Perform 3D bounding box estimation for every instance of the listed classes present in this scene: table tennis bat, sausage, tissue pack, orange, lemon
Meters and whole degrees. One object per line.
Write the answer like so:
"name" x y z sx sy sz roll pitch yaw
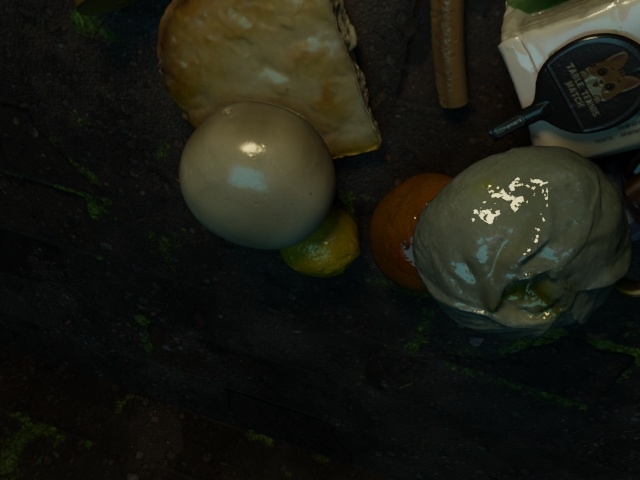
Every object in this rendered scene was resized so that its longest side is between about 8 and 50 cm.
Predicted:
"table tennis bat" 0.357 -0.207 0.839 0.236 0.027 0.150 -23 120 35
"sausage" 0.223 -0.370 0.989 0.065 0.066 0.301 3 129 20
"tissue pack" 0.479 -0.286 0.866 0.356 0.194 0.266 -12 125 32
"orange" 0.224 -0.014 1.178 0.264 0.264 0.264 12 133 13
"lemon" -0.002 0.001 1.337 0.193 0.181 0.180 -23 118 30

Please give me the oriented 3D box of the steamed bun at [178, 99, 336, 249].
"steamed bun" -0.126 -0.111 1.147 0.324 0.206 0.324 8 148 5

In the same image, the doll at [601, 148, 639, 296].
"doll" 0.591 -0.066 1.037 0.339 0.209 0.318 -33 79 38

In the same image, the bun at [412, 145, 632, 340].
"bun" 0.330 0.028 0.936 0.361 0.211 0.362 -4 132 -4

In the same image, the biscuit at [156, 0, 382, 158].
"biscuit" -0.101 -0.319 1.130 0.446 0.104 0.429 -10 134 28

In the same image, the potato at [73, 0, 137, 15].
"potato" -0.387 -0.522 1.051 0.203 0.178 0.158 6 120 50
